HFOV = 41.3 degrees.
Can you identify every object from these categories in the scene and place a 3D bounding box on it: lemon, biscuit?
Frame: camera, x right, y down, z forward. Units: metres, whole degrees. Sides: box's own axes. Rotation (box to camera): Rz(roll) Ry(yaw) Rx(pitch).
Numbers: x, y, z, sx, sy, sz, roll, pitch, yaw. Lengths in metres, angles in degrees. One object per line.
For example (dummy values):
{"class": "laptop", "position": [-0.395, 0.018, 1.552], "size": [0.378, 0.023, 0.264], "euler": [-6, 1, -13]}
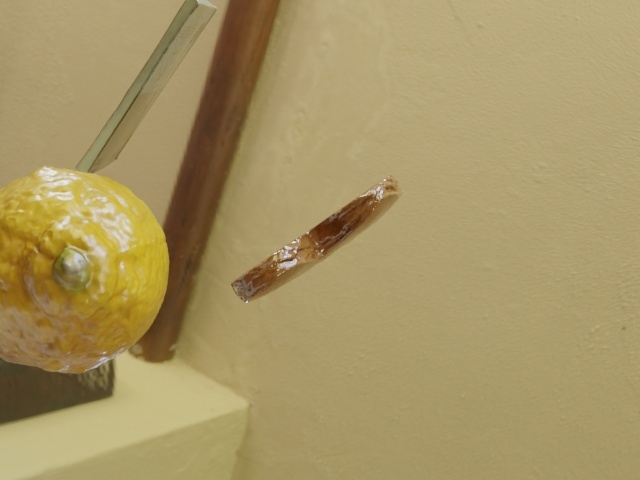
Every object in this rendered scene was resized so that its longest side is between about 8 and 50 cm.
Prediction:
{"class": "lemon", "position": [-0.175, 0.021, 0.584], "size": [0.187, 0.142, 0.142], "euler": [162, -79, -72]}
{"class": "biscuit", "position": [0.000, 0.000, 0.869], "size": [0.192, 0.186, 0.036], "euler": [-35, -91, 10]}

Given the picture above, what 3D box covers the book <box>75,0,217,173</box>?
{"class": "book", "position": [-0.169, -0.156, 0.844], "size": [0.016, 0.138, 0.198], "euler": [35, -80, -8]}
